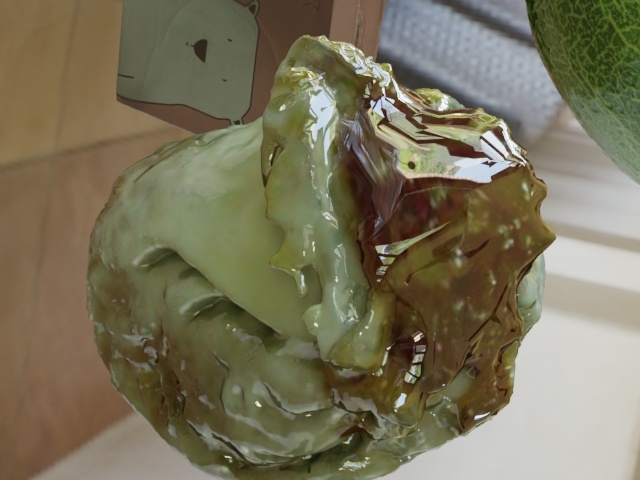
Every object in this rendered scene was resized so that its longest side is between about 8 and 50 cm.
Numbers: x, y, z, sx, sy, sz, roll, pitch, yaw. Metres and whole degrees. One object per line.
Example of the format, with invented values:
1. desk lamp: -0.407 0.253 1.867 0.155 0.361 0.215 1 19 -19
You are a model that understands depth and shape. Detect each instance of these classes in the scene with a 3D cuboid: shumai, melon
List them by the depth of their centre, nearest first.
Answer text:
1. shumai: -0.006 0.000 0.598 0.142 0.184 0.184 83 22 -55
2. melon: 0.180 -0.132 0.984 0.129 0.169 0.265 -48 -175 27

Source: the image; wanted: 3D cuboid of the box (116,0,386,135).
1. box: -0.054 -0.185 1.324 0.086 0.215 0.215 -27 133 -49
